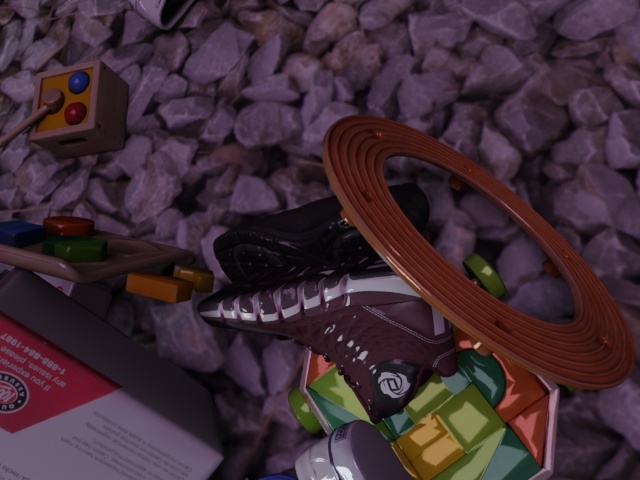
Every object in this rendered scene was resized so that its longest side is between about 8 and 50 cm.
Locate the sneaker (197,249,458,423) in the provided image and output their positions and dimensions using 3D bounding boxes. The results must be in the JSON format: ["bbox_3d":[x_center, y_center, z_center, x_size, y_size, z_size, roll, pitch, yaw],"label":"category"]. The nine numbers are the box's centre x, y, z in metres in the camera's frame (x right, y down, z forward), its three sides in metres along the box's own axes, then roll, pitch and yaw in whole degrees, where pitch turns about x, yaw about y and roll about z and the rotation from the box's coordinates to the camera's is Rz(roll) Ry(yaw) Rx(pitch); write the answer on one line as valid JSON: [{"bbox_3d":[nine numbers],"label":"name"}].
[{"bbox_3d":[0.004,0.108,0.576,0.281,0.106,0.162,-10,102,34],"label":"sneaker"}]

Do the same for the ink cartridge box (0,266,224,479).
[{"bbox_3d":[-0.333,0.267,0.601,0.279,0.160,0.384,40,88,-20],"label":"ink cartridge box"}]

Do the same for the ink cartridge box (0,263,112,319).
[{"bbox_3d":[-0.400,0.099,0.782,0.191,0.082,0.139,13,79,21],"label":"ink cartridge box"}]

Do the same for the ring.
[{"bbox_3d":[0.142,-0.001,0.535,0.336,0.337,0.032,50,123,22],"label":"ring"}]

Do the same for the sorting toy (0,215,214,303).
[{"bbox_3d":[-0.254,0.011,0.682,0.307,0.229,0.041,11,96,19],"label":"sorting toy"}]

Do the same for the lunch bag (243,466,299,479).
[{"bbox_3d":[-0.041,0.390,0.575,0.243,0.115,0.303,-32,69,4],"label":"lunch bag"}]

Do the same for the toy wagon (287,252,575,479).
[{"bbox_3d":[0.135,0.186,0.601,0.267,0.068,0.344,-38,68,4],"label":"toy wagon"}]

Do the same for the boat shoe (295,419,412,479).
[{"bbox_3d":[0.068,0.297,0.520,0.088,0.096,0.267,-35,85,24],"label":"boat shoe"}]

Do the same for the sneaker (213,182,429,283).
[{"bbox_3d":[0.000,0.000,0.682,0.286,0.130,0.109,-7,116,32],"label":"sneaker"}]

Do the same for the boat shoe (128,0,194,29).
[{"bbox_3d":[-0.177,-0.427,0.867,0.084,0.095,0.258,42,100,19],"label":"boat shoe"}]

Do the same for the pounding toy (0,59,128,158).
[{"bbox_3d":[-0.373,-0.184,0.843,0.141,0.100,0.130,-7,73,15],"label":"pounding toy"}]
